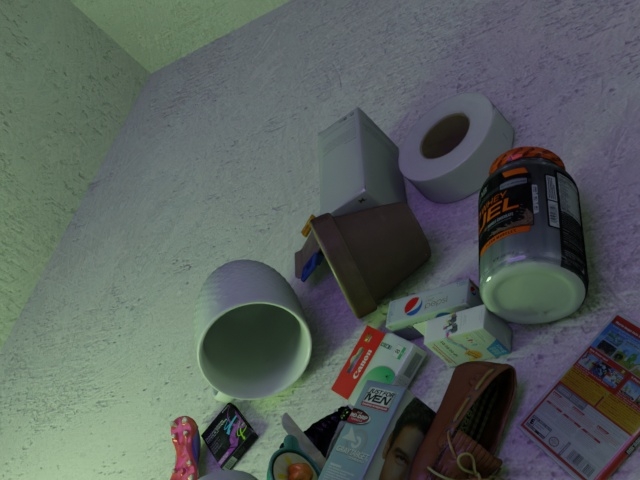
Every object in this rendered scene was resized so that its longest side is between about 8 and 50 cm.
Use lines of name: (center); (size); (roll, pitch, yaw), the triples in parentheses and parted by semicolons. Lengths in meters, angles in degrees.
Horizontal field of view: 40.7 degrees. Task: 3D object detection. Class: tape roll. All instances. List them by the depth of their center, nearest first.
tape roll: (0.338, -0.234, 2.170); (0.286, 0.100, 0.286); (-31, 35, 25)

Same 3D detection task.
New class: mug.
mug: (-0.200, 0.237, 2.187); (0.328, 0.276, 0.374); (-115, 43, -63)

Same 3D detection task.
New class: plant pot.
plant pot: (0.128, 0.019, 2.045); (0.229, 0.263, 0.263); (-28, 34, 0)

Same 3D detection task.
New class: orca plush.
orca plush: (-0.037, 0.466, 1.867); (0.287, 0.102, 0.151); (-49, 32, -2)

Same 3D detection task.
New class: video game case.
video game case: (0.499, 0.275, 1.507); (0.285, 0.025, 0.204); (-49, 32, 0)

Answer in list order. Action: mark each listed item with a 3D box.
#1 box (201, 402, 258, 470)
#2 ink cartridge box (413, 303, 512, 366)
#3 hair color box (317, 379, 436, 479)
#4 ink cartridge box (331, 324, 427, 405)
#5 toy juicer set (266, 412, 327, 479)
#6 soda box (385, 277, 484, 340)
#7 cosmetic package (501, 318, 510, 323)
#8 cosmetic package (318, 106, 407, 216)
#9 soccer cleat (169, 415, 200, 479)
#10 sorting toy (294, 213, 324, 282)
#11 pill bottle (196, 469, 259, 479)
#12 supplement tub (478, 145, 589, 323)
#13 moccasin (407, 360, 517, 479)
box: (-0.228, 0.486, 2.144); (0.116, 0.029, 0.162); (-50, 30, -3)
ink cartridge box: (0.285, 0.201, 1.765); (0.181, 0.104, 0.061); (-21, 41, 37)
hair color box: (0.099, 0.474, 1.620); (0.114, 0.185, 0.374); (2, 57, 51)
ink cartridge box: (0.112, 0.284, 1.920); (0.225, 0.056, 0.181); (21, 77, 54)
toy juicer set: (-0.021, 0.495, 1.714); (0.089, 0.209, 0.329); (-47, 10, 32)
soda box: (0.251, 0.153, 1.885); (0.216, 0.074, 0.069); (-20, 42, 37)
cosmetic package: (0.378, 0.118, 1.802); (0.060, 0.041, 0.115); (-24, 39, 32)
cosmetic package: (0.111, -0.156, 2.271); (0.155, 0.197, 0.365); (-31, 34, 25)
soccer cleat: (-0.329, 0.559, 2.154); (0.083, 0.095, 0.248); (-19, 57, 16)
sorting toy: (0.000, 0.000, 2.329); (0.196, 0.047, 0.347); (-56, 14, 17)
pill bottle: (-0.159, 0.657, 1.682); (0.224, 0.224, 0.392); (-42, 35, 11)
supplement tub: (0.422, -0.018, 1.740); (0.207, 0.207, 0.338); (-25, 38, 32)
moccasin: (0.269, 0.391, 1.569); (0.147, 0.139, 0.380); (-18, 33, 52)
